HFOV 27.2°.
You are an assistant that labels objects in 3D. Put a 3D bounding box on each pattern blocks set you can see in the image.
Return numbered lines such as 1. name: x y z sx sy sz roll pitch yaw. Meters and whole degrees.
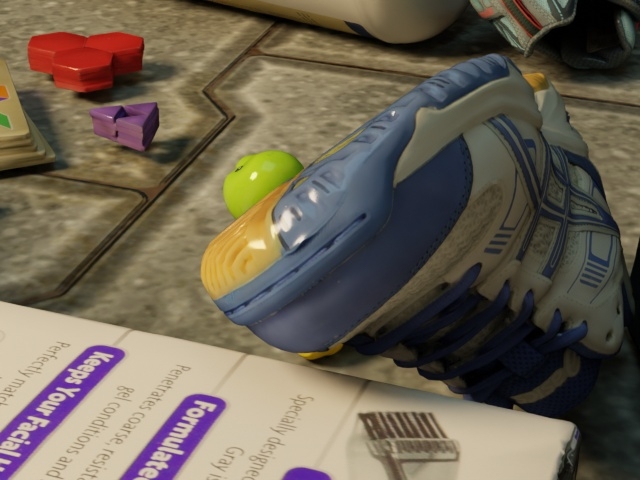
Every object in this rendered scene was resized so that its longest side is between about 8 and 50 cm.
1. pattern blocks set: -0.261 -0.071 0.804 0.324 0.026 0.285 -3 28 -10

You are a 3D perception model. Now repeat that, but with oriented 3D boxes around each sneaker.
1. sneaker: 0.194 -0.176 1.003 0.262 0.104 0.125 -10 65 -49
2. sneaker: 0.066 0.010 0.506 0.112 0.131 0.296 -32 -5 26

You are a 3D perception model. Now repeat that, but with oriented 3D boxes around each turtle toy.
1. turtle toy: 0.000 0.000 0.647 0.095 0.066 0.130 -20 35 -37

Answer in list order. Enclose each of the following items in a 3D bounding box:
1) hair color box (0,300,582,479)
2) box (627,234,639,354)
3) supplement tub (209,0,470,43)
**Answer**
1. hair color box: -0.108 0.105 0.392 0.338 0.110 0.185 9 26 16
2. box: 0.259 0.004 0.417 0.212 0.294 0.395 2 28 -2
3. supplement tub: -0.035 -0.291 1.029 0.316 0.228 0.228 17 31 26
